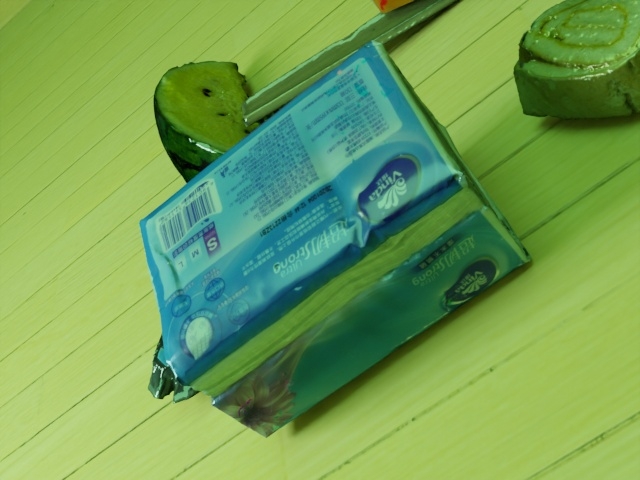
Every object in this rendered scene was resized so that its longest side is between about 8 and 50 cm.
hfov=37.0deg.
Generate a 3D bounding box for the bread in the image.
[{"bbox_3d":[0.227,-0.152,0.773,0.156,0.064,0.117,6,55,54],"label":"bread"}]

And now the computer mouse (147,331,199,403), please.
[{"bbox_3d":[-0.115,0.100,0.916,0.079,0.047,0.135,2,54,35],"label":"computer mouse"}]

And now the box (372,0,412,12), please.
[{"bbox_3d":[0.171,-0.387,1.050,0.274,0.091,0.221,-15,41,32],"label":"box"}]

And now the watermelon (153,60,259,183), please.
[{"bbox_3d":[-0.132,-0.141,1.172,0.129,0.123,0.301,-23,35,-2],"label":"watermelon"}]

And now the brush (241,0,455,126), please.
[{"bbox_3d":[0.036,-0.204,1.083,0.282,0.048,0.054,-32,36,11],"label":"brush"}]

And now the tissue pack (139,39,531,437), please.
[{"bbox_3d":[0.000,0.000,0.779,0.263,0.146,0.198,-35,43,12],"label":"tissue pack"}]
